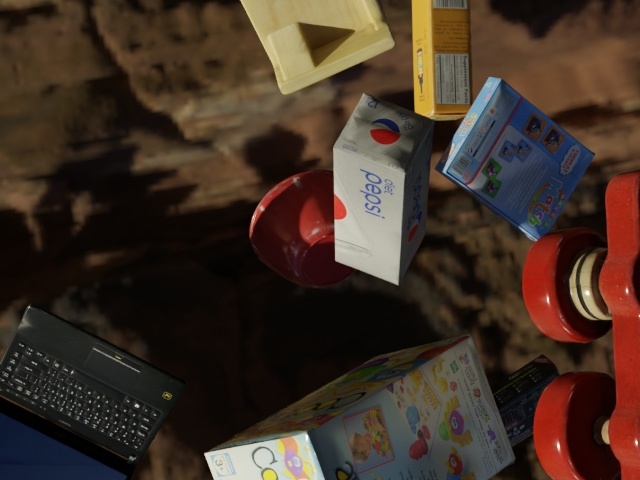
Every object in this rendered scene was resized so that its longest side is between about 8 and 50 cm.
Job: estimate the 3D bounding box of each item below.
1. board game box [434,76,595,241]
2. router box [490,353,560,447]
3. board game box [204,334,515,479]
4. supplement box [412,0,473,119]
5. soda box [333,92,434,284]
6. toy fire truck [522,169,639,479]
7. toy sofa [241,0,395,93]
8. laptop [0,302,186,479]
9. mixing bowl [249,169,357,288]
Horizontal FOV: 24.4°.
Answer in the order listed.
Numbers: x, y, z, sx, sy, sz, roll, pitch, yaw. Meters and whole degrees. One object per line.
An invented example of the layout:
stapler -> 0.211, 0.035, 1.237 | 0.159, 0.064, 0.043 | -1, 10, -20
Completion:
board game box -> 0.288, -0.116, 2.168 | 0.211, 0.160, 0.039 | 34, 175, -28
router box -> 0.257, 0.215, 1.911 | 0.122, 0.038, 0.092 | -31, 135, -9
board game box -> 0.045, 0.213, 1.455 | 0.142, 0.144, 0.275 | -17, -176, 41
supplement box -> 0.194, -0.310, 2.359 | 0.080, 0.233, 0.078 | 1, 178, -17
soda box -> 0.077, -0.058, 1.855 | 0.098, 0.091, 0.286 | 22, 154, 12
toy fire truck -> 0.322, 0.091, 1.269 | 0.254, 0.302, 0.169 | -1, 176, -40
toy sofa -> -0.055, -0.365, 1.662 | 0.150, 0.362, 0.177 | -24, -146, 7
laptop -> -0.344, 0.259, 1.952 | 0.264, 0.234, 0.136 | -57, -171, 32
mixing bowl -> 0.000, 0.000, 2.099 | 0.181, 0.181, 0.098 | -8, -145, -18
